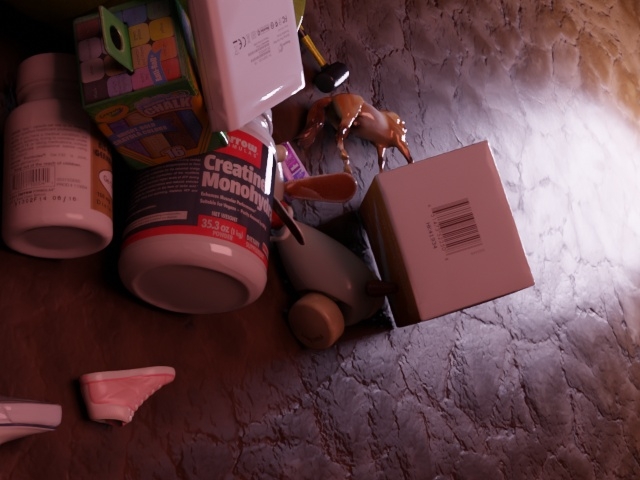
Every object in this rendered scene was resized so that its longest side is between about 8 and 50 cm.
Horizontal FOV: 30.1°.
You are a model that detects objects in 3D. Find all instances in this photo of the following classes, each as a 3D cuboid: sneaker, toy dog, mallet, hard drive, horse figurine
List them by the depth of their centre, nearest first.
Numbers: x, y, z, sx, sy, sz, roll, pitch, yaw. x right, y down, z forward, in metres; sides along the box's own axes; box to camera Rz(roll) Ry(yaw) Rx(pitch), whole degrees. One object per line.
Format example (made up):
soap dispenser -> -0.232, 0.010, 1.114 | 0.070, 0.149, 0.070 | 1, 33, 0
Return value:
sneaker -> -0.396, 0.216, 1.270 | 0.258, 0.094, 0.091 | 1, 91, -43
hard drive -> -0.096, -0.305, 1.405 | 0.203, 0.040, 0.307 | -42, 128, -56
sneaker -> -0.236, 0.194, 1.472 | 0.134, 0.051, 0.070 | -1, 75, -44
toy dog -> 0.000, 0.000, 1.730 | 0.334, 0.161, 0.220 | 47, 44, -23
mallet -> -0.027, -0.324, 1.947 | 0.190, 0.039, 0.062 | 50, 40, -14
horse figurine -> 0.070, -0.175, 1.954 | 0.263, 0.066, 0.174 | 17, 51, -37

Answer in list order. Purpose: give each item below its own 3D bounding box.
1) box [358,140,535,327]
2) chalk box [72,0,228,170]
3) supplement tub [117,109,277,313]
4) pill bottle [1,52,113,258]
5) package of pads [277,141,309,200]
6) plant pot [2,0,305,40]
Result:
box -> 0.176, 0.003, 1.774 | 0.345, 0.168, 0.215 | 103, -31, -84
chalk box -> -0.207, -0.198, 1.409 | 0.213, 0.132, 0.132 | 64, 14, -64
supplement tub -> -0.156, -0.057, 1.560 | 0.191, 0.191, 0.272 | 27, 55, -38
pill bottle -> -0.319, -0.104, 1.449 | 0.131, 0.131, 0.229 | 16, 62, -43
package of pads -> -0.050, -0.107, 1.823 | 0.083, 0.032, 0.050 | 59, 38, -11
plant pot -> -0.210, -0.370, 1.560 | 0.353, 0.366, 0.366 | 39, 47, -46
